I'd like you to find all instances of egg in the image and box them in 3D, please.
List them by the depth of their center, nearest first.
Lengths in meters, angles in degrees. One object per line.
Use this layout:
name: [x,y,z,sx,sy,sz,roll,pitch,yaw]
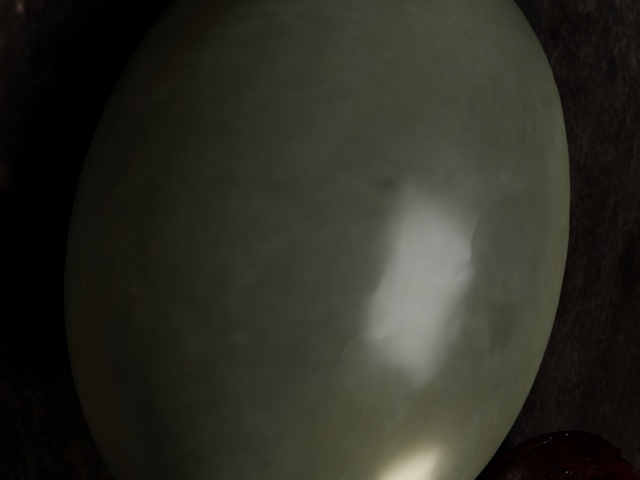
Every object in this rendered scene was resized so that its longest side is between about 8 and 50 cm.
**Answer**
egg: [0.000,0.000,0.971,0.258,0.258,0.352,39,63,-46]

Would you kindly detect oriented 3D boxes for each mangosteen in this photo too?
mangosteen: [0.165,0.224,1.285,0.180,0.166,0.166,-48,131,-11]
